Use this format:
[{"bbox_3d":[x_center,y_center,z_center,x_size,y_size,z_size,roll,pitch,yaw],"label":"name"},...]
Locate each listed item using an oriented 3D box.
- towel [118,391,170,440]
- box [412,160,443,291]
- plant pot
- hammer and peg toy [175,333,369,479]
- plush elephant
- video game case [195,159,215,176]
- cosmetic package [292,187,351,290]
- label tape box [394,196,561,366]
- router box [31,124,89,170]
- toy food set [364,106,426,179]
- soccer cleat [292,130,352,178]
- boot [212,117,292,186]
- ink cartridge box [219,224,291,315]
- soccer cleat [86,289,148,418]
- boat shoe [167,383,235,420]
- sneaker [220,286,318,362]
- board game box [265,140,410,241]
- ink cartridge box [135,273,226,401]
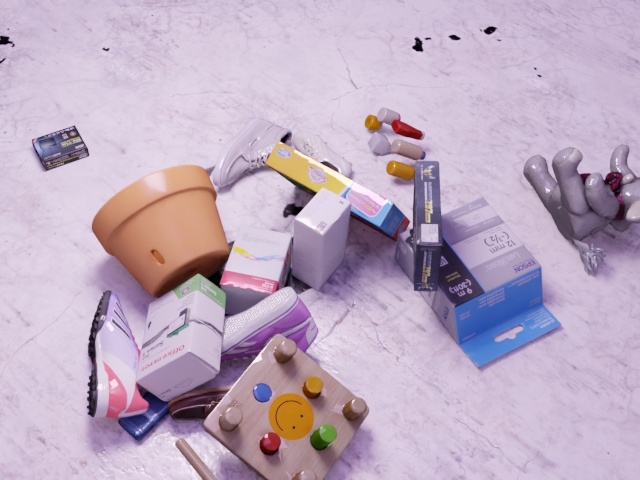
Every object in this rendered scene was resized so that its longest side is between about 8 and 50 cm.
[{"bbox_3d":[-0.357,0.355,1.684,0.067,0.029,0.119,34,59,21],"label":"towel"},{"bbox_3d":[0.234,-0.031,1.783,0.059,0.183,0.232,2,54,4],"label":"box"},{"bbox_3d":[-0.336,-0.007,1.824,0.291,0.291,0.203,-26,75,-22],"label":"plant pot"},{"bbox_3d":[-0.097,0.381,1.577,0.266,0.127,0.361,40,58,2],"label":"hammer and peg toy"},{"bbox_3d":[0.700,-0.114,1.970,0.256,0.272,0.329,-25,86,-5],"label":"plush elephant"},{"bbox_3d":[-0.358,-0.107,1.922,0.201,0.183,0.023,-25,75,-34],"label":"video game case"},{"bbox_3d":[0.000,0.000,1.849,0.086,0.231,0.117,29,57,18],"label":"cosmetic package"},{"bbox_3d":[0.370,0.089,1.881,0.249,0.115,0.347,-23,56,-18],"label":"label tape box"},{"bbox_3d":[-0.679,-0.242,2.113,0.123,0.038,0.092,-24,58,-20],"label":"router box"},{"bbox_3d":[0.209,-0.264,2.152,0.105,0.111,0.232,15,34,-32],"label":"toy food set"},{"bbox_3d":[-0.004,-0.222,2.119,0.196,0.068,0.076,37,42,18],"label":"soccer cleat"},{"bbox_3d":[-0.170,-0.222,2.093,0.124,0.095,0.258,17,52,18],"label":"boot"},{"bbox_3d":[-0.145,0.075,1.848,0.128,0.128,0.176,11,53,5],"label":"ink cartridge box"},{"bbox_3d":[-0.431,0.241,1.724,0.117,0.108,0.318,9,40,-22],"label":"soccer cleat"},{"bbox_3d":[-0.208,0.343,1.673,0.207,0.073,0.073,-11,60,-13],"label":"boat shoe"},{"bbox_3d":[-0.137,0.233,1.747,0.282,0.161,0.102,-27,26,14],"label":"sneaker"},{"bbox_3d":[0.047,-0.113,1.939,0.317,0.242,0.064,30,90,18],"label":"board game box"},{"bbox_3d":[-0.290,0.203,1.698,0.160,0.092,0.219,-31,36,24],"label":"ink cartridge box"}]
